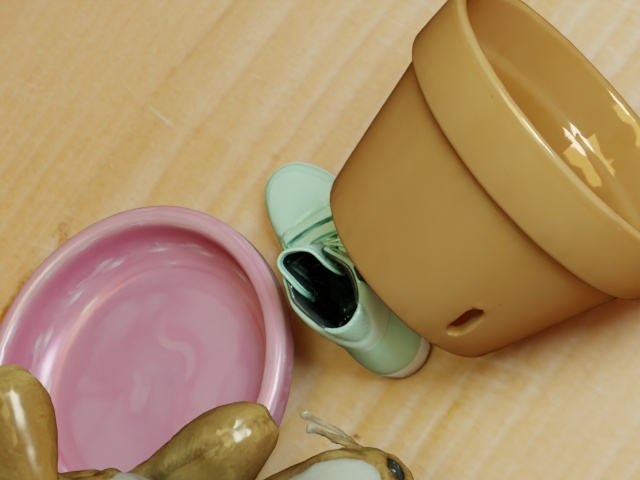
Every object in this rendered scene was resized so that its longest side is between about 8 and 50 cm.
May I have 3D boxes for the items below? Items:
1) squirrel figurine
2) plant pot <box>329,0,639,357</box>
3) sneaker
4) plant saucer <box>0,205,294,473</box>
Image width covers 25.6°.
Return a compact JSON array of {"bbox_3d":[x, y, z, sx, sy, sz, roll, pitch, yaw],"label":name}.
[{"bbox_3d":[-0.101,0.300,1.124,0.281,0.370,0.397,44,121,33],"label":"squirrel figurine"},{"bbox_3d":[0.147,-0.038,1.166,0.203,0.291,0.291,-43,55,25],"label":"plant pot"},{"bbox_3d":[0.001,0.000,1.280,0.094,0.151,0.256,-39,56,9],"label":"sneaker"},{"bbox_3d":[-0.167,0.133,1.350,0.332,0.084,0.332,-11,64,23],"label":"plant saucer"}]
